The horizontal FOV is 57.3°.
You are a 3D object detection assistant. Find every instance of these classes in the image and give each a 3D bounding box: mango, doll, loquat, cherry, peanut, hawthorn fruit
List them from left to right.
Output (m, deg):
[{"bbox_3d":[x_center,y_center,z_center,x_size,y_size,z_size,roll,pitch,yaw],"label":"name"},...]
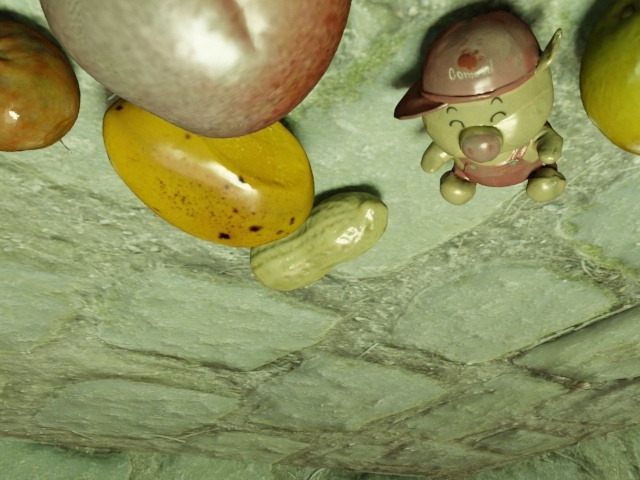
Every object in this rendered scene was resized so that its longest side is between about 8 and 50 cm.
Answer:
[{"bbox_3d":[-0.348,-0.169,0.663,0.149,0.149,0.189,5,-175,-13],"label":"hawthorn fruit"},{"bbox_3d":[-0.148,-0.092,0.764,0.290,0.159,0.191,27,144,-32],"label":"mango"},{"bbox_3d":[-0.091,-0.225,0.510,0.261,0.221,0.307,29,113,-37],"label":"cherry"},{"bbox_3d":[0.000,0.000,0.957,0.257,0.123,0.123,-27,141,23],"label":"peanut"},{"bbox_3d":[0.201,-0.149,0.719,0.196,0.152,0.256,-27,138,9],"label":"doll"},{"bbox_3d":[0.404,-0.180,0.653,0.214,0.213,0.246,-13,146,12],"label":"loquat"}]
